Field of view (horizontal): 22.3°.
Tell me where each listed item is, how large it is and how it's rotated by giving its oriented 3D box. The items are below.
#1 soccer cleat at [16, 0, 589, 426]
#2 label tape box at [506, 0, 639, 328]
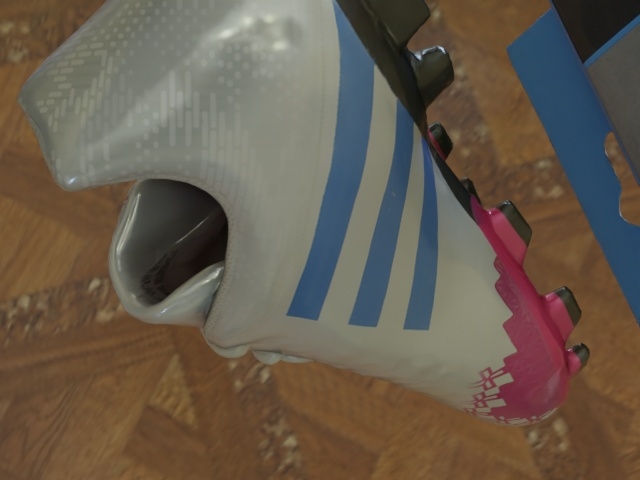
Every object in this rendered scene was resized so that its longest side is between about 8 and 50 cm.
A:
[{"bbox_3d":[0.000,0.000,0.631,0.143,0.331,0.116,-36,52,0],"label":"soccer cleat"},{"bbox_3d":[0.198,-0.073,0.705,0.106,0.333,0.241,-8,67,-40],"label":"label tape box"}]
